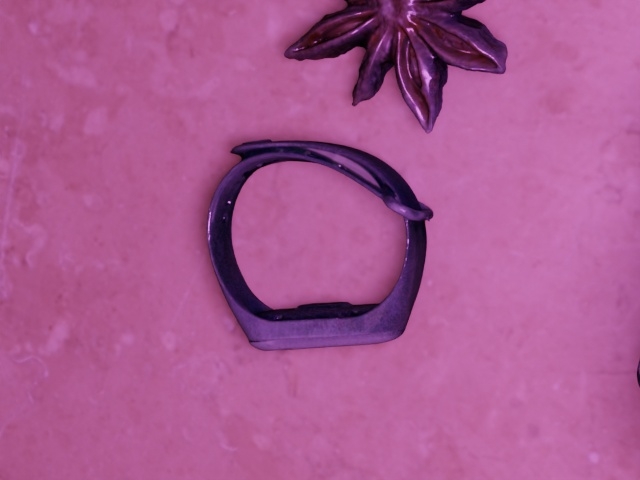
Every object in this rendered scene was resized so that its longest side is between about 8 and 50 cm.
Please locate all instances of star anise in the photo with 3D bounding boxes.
[{"bbox_3d":[0.088,-0.210,1.270,0.262,0.081,0.230,-14,87,29],"label":"star anise"}]

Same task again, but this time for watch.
[{"bbox_3d":[0.000,0.000,1.316,0.206,0.068,0.192,-5,91,20],"label":"watch"}]

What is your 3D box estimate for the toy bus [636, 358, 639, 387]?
[{"bbox_3d":[0.339,0.037,1.107,0.179,0.143,0.305,6,63,10],"label":"toy bus"}]
